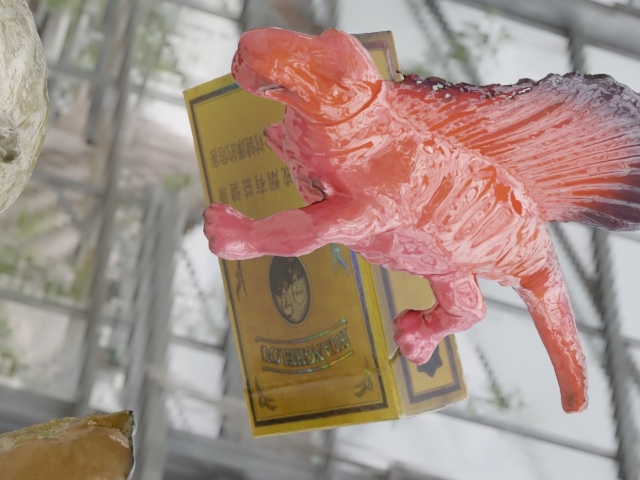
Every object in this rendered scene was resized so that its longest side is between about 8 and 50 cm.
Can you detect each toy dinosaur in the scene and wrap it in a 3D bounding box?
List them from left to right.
[{"bbox_3d":[0.076,-0.011,0.688,0.139,0.286,0.070,-22,-124,29],"label":"toy dinosaur"}]

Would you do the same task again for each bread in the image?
[{"bbox_3d":[-0.268,0.227,1.659,0.252,0.133,0.174,-62,-159,-15],"label":"bread"}]

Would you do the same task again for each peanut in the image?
[{"bbox_3d":[-0.187,-0.057,0.877,0.224,0.129,0.129,169,-64,-69],"label":"peanut"}]

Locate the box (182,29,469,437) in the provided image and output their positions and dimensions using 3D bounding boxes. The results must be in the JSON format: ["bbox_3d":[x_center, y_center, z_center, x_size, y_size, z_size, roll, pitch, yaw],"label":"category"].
[{"bbox_3d":[0.000,0.000,1.611,0.193,0.084,0.301,-15,-94,51],"label":"box"}]
